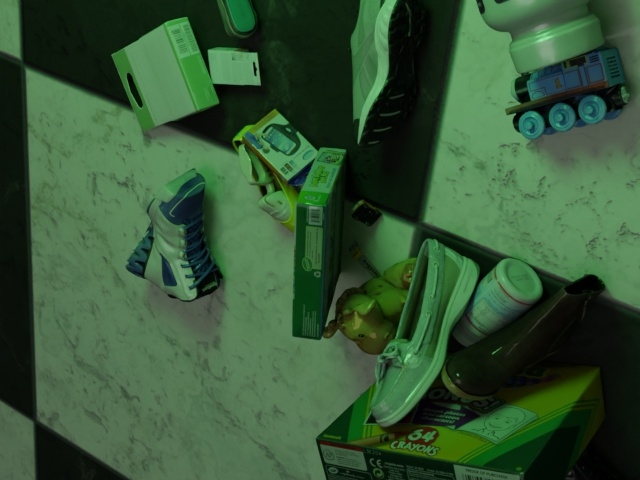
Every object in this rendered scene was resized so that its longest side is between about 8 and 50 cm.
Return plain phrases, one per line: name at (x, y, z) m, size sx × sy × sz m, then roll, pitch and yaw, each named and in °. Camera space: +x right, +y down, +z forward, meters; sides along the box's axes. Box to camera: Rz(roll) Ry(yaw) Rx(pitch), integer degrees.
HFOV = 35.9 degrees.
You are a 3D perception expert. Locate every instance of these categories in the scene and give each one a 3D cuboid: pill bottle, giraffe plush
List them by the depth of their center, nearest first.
pill bottle at (0.280, -0.389, 1.342) m, size 0.169 × 0.169 × 0.301 m, roll -12°, pitch 103°, yaw 40°
pill bottle at (0.283, 0.107, 1.621) m, size 0.087 × 0.087 × 0.160 m, roll 47°, pitch 131°, yaw 10°
giraffe plush at (0.102, 0.125, 1.710) m, size 0.210 × 0.170 × 0.181 m, roll 32°, pitch 127°, yaw 21°

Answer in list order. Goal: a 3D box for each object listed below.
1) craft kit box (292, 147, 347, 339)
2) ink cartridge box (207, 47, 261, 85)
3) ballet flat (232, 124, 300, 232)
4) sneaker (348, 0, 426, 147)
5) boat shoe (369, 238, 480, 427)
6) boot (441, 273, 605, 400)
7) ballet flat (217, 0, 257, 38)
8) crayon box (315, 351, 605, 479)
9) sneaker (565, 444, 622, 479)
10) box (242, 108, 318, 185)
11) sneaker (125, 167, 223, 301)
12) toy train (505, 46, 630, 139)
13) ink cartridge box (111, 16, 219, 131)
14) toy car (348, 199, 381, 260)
craft kit box at (0.000, 0.000, 1.684) m, size 0.061 × 0.246 × 0.249 m, roll 7°, pitch 116°, yaw 9°
ink cartridge box at (-0.149, -0.315, 1.790) m, size 0.115 × 0.029 × 0.062 m, roll 9°, pitch 115°, yaw 33°
ballet flat at (-0.095, -0.101, 1.816) m, size 0.077 × 0.077 × 0.231 m, roll -21°, pitch 97°, yaw 42°
sneaker at (0.093, -0.279, 1.592) m, size 0.108 × 0.100 × 0.271 m, roll 33°, pitch 124°, yaw 39°
boat shoe at (0.150, 0.147, 1.585) m, size 0.103 × 0.320 × 0.118 m, roll 32°, pitch 159°, yaw -8°
boot at (0.309, 0.139, 1.516) m, size 0.090 × 0.248 × 0.207 m, roll 52°, pitch 130°, yaw 25°
ballet flat at (-0.165, -0.454, 1.717) m, size 0.068 × 0.072 × 0.213 m, roll 14°, pitch 120°, yaw 67°
crayon box at (0.231, 0.300, 1.599) m, size 0.363 × 0.313 × 0.106 m, roll 2°, pitch 115°, yaw 36°
sneaker at (0.428, 0.389, 1.637) m, size 0.283 × 0.107 × 0.124 m, roll 17°, pitch 114°, yaw 30°
box at (-0.065, -0.162, 1.763) m, size 0.136 × 0.081 × 0.028 m, roll 45°, pitch 163°, yaw 13°
sneaker at (-0.263, 0.013, 1.978) m, size 0.182 × 0.127 × 0.315 m, roll 41°, pitch 136°, yaw 10°
toy train at (0.354, -0.212, 1.432) m, size 0.184 × 0.080 × 0.105 m, roll -11°, pitch 94°, yaw 42°
ink cartridge box at (-0.299, -0.311, 1.889) m, size 0.235 × 0.056 × 0.171 m, roll -8°, pitch 106°, yaw 55°
toy car at (0.060, -0.024, 1.753) m, size 0.122 × 0.060 × 0.040 m, roll -63°, pitch 38°, yaw 30°
